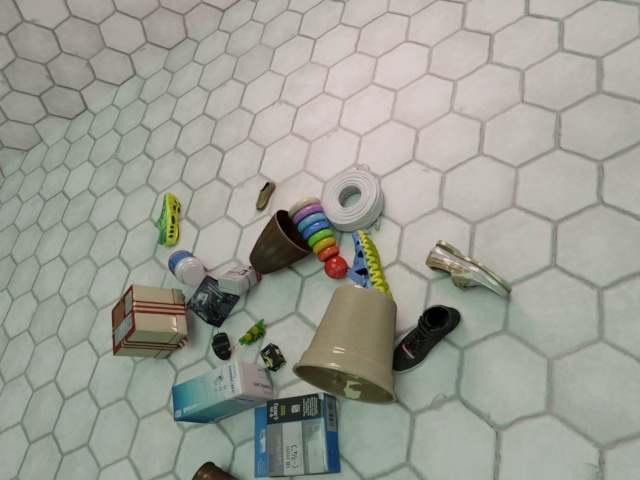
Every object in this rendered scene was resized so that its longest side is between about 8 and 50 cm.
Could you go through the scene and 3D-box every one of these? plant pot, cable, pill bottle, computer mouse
[{"bbox_3d":[-0.341,0.863,1.535,0.165,0.167,0.167,9,71,24],"label":"plant pot"},{"bbox_3d":[0.125,-0.158,1.811,0.257,0.089,0.257,3,69,29],"label":"cable"},{"bbox_3d":[-0.176,0.029,1.829,0.230,0.215,0.215,-40,54,22],"label":"plant pot"},{"bbox_3d":[-0.588,0.123,1.993,0.124,0.124,0.221,-58,31,-7],"label":"pill bottle"},{"bbox_3d":[-0.414,0.365,1.828,0.071,0.041,0.242,-15,85,-7],"label":"computer mouse"},{"bbox_3d":[0.113,0.324,1.473,0.333,0.334,0.306,2,57,29],"label":"plant pot"}]

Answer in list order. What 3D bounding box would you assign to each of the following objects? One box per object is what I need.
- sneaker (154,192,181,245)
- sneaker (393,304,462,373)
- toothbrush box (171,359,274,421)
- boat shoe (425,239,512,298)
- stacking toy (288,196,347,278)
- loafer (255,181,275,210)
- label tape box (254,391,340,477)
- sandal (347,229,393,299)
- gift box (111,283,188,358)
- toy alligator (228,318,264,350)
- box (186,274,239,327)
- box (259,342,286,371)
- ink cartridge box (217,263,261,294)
[{"bbox_3d":[-0.770,-0.111,2.254,0.123,0.109,0.296,-15,61,17],"label":"sneaker"},{"bbox_3d":[0.319,0.307,1.451,0.295,0.147,0.105,-43,56,5],"label":"sneaker"},{"bbox_3d":[-0.352,0.556,1.647,0.295,0.216,0.126,-25,58,16],"label":"toothbrush box"},{"bbox_3d":[0.478,0.113,1.488,0.103,0.113,0.302,-51,44,-1],"label":"boat shoe"},{"bbox_3d":[0.000,0.000,1.752,0.141,0.141,0.330,-31,73,12],"label":"stacking toy"},{"bbox_3d":[-0.258,-0.206,2.062,0.056,0.050,0.148,16,75,33],"label":"loafer"},{"bbox_3d":[-0.110,0.665,1.533,0.333,0.106,0.241,-16,60,21],"label":"label tape box"},{"bbox_3d":[0.155,0.107,1.653,0.138,0.126,0.318,-24,56,21],"label":"sandal"},{"bbox_3d":[-0.693,0.343,1.896,0.276,0.258,0.255,-38,53,32],"label":"gift box"},{"bbox_3d":[-0.280,0.388,1.793,0.189,0.056,0.051,-43,95,4],"label":"toy alligator"},{"bbox_3d":[-0.456,0.258,1.921,0.156,0.093,0.158,29,84,35],"label":"box"},{"bbox_3d":[-0.180,0.441,1.710,0.062,0.052,0.083,-42,53,5],"label":"box"},{"bbox_3d":[-0.333,0.158,1.867,0.109,0.150,0.063,6,112,29],"label":"ink cartridge box"}]
